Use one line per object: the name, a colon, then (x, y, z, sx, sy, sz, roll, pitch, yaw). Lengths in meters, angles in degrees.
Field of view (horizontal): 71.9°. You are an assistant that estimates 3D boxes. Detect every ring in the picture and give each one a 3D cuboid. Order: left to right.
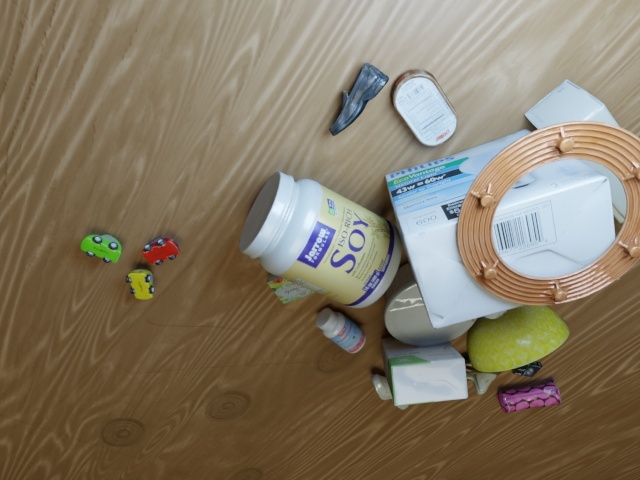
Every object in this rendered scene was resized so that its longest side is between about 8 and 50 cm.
ring: (0.401, -0.027, 0.736, 0.336, 0.032, 0.337, 1, 117, 2)

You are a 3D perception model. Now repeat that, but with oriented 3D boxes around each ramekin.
ramekin: (0.309, 0.169, 1.273, 0.273, 0.127, 0.273, -1, 128, -2)

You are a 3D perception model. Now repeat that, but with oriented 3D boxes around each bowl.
bowl: (0.547, 0.244, 1.297, 0.289, 0.289, 0.156, -27, 87, 17)

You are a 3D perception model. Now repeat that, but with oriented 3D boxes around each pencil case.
pencil case: (0.773, 0.581, 1.638, 0.209, 0.095, 0.098, -15, 162, 6)

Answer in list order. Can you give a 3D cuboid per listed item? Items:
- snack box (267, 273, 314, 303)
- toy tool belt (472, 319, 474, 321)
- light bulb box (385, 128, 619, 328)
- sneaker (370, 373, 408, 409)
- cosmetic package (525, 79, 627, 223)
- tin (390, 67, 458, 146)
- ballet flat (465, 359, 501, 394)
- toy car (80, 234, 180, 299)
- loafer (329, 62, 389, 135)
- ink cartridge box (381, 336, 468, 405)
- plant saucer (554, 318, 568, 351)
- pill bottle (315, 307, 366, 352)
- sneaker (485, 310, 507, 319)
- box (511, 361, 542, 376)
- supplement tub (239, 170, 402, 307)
snack box: (-0.068, 0.118, 1.271, 0.141, 0.037, 0.100, -22, 127, 14)
toy tool belt: (0.406, 0.170, 1.166, 0.052, 0.051, 0.083, -1, 126, -2)
light bulb box: (0.351, -0.043, 0.949, 0.358, 0.361, 0.225, -17, 115, 10)
sneaker: (0.272, 0.517, 1.575, 0.115, 0.090, 0.232, -40, 129, 17)
cosmetic package: (0.616, -0.194, 0.990, 0.309, 0.160, 0.113, 35, 119, -25)
tin: (0.230, -0.288, 0.976, 0.106, 0.040, 0.189, -31, 123, 25)
ballet flat: (0.489, 0.468, 1.509, 0.342, 0.124, 0.116, -6, 145, 1)
toy car: (-0.515, 0.038, 1.178, 0.225, 0.053, 0.239, 27, 121, -21)
loafer: (0.070, -0.301, 0.951, 0.061, 0.062, 0.170, 42, 114, -4)
ink cartridge box: (0.301, 0.373, 1.364, 0.207, 0.353, 0.119, -7, 92, 2)
plant saucer: (0.730, 0.330, 1.475, 0.200, 0.037, 0.200, -1, 128, -1)
pill bottle: (0.062, 0.277, 1.368, 0.087, 0.087, 0.160, -37, 121, 23)
sneaker: (0.470, 0.067, 1.194, 0.129, 0.111, 0.297, 8, 98, 8)
box: (0.741, 0.459, 1.586, 0.083, 0.018, 0.067, 13, 125, -13)
supplement tub: (0.000, 0.000, 1.055, 0.331, 0.241, 0.241, 25, 122, -21)
